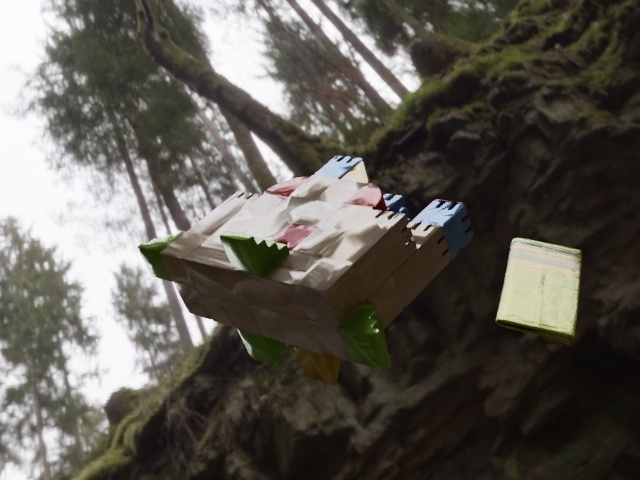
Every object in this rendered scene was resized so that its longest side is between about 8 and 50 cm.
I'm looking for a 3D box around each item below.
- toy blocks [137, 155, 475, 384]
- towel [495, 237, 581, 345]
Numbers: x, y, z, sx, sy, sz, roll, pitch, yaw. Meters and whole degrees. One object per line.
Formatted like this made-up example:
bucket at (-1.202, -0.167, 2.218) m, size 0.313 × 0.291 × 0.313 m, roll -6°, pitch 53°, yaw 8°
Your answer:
toy blocks at (0.000, 0.000, 1.144) m, size 0.261 × 0.381 × 0.191 m, roll -42°, pitch -55°, yaw -33°
towel at (0.299, 0.064, 1.286) m, size 0.102 × 0.237 × 0.021 m, roll 11°, pitch -61°, yaw 12°
